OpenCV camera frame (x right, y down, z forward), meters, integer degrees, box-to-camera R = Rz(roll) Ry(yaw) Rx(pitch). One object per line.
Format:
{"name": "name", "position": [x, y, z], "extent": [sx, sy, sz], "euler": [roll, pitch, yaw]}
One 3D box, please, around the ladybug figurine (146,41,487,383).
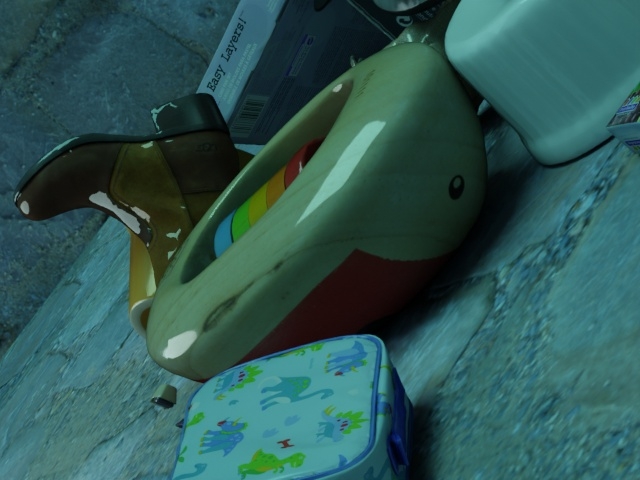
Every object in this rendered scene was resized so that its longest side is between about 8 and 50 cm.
{"name": "ladybug figurine", "position": [0.000, 0.000, 1.716], "extent": [0.449, 0.162, 0.305], "euler": [-39, 18, 43]}

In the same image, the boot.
{"name": "boot", "position": [-0.186, 0.012, 2.017], "extent": [0.264, 0.280, 0.096], "euler": [-20, -17, 3]}

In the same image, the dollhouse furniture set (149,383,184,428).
{"name": "dollhouse furniture set", "position": [-0.115, 0.189, 1.803], "extent": [0.114, 0.091, 0.081], "euler": [-17, 50, 63]}

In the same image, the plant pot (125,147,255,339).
{"name": "plant pot", "position": [-0.137, 0.022, 2.123], "extent": [0.205, 0.205, 0.188], "euler": [-36, 34, 48]}

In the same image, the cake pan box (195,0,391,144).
{"name": "cake pan box", "position": [-0.015, -0.225, 2.150], "extent": [0.245, 0.070, 0.267], "euler": [-1, -57, -54]}

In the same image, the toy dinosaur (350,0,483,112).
{"name": "toy dinosaur", "position": [0.128, -0.162, 1.849], "extent": [0.200, 0.127, 0.296], "euler": [-33, -22, -37]}

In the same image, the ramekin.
{"name": "ramekin", "position": [0.232, -0.211, 1.588], "extent": [0.277, 0.135, 0.277], "euler": [-48, 12, 14]}

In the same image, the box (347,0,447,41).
{"name": "box", "position": [0.228, -0.405, 1.986], "extent": [0.395, 0.212, 0.293], "euler": [-40, 16, 41]}

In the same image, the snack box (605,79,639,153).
{"name": "snack box", "position": [0.279, -0.116, 1.369], "extent": [0.100, 0.037, 0.141], "euler": [-51, 12, -11]}

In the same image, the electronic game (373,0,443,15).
{"name": "electronic game", "position": [0.121, -0.317, 1.758], "extent": [0.229, 0.048, 0.229], "euler": [-40, 34, 35]}

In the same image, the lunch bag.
{"name": "lunch bag", "position": [-0.016, 0.161, 1.382], "extent": [0.176, 0.090, 0.219], "euler": [-19, 22, 11]}
